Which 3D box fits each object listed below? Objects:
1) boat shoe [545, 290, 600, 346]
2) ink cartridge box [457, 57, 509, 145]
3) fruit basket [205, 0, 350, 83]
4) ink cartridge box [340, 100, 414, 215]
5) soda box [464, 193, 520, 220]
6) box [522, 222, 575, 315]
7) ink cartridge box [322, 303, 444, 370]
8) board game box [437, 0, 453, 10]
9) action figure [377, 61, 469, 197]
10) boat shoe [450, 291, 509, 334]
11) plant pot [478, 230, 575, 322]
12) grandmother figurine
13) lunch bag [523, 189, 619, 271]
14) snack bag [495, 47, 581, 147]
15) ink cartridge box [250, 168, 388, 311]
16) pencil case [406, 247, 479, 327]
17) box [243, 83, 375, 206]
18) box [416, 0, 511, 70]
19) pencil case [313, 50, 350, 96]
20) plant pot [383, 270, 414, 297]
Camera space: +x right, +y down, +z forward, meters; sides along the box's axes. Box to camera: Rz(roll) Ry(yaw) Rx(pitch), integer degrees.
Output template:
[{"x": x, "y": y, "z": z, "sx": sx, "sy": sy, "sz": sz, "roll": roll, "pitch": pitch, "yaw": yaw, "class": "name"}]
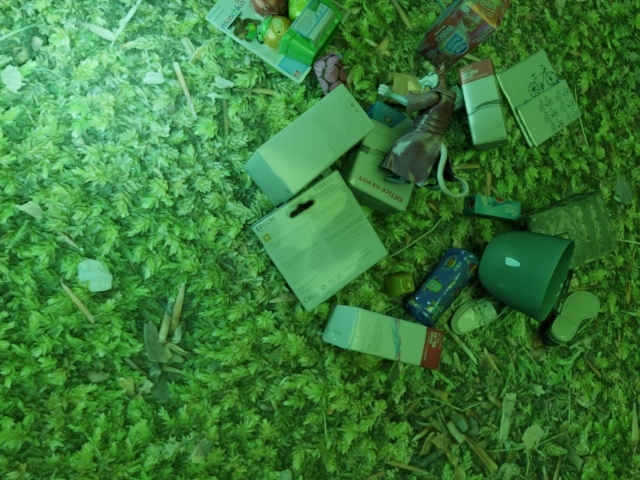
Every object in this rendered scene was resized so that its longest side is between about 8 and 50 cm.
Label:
[{"x": 0.991, "y": 0.310, "z": 1.793, "sx": 0.320, "sy": 0.099, "sz": 0.116, "roll": -32, "pitch": 59, "yaw": -30, "class": "boat shoe"}, {"x": 0.594, "y": -0.479, "z": 1.635, "sx": 0.207, "sy": 0.117, "sz": 0.282, "roll": -8, "pitch": 87, "yaw": -65, "class": "ink cartridge box"}, {"x": -0.123, "y": -0.717, "z": 1.423, "sx": 0.353, "sy": 0.165, "sz": 0.327, "roll": 35, "pitch": 75, "yaw": -11, "class": "fruit basket"}, {"x": 0.211, "y": -0.269, "z": 1.522, "sx": 0.223, "sy": 0.129, "sz": 0.307, "roll": 25, "pitch": 77, "yaw": -18, "class": "ink cartridge box"}, {"x": 0.649, "y": -0.120, "z": 1.705, "sx": 0.210, "sy": 0.067, "sz": 0.071, "roll": 8, "pitch": 83, "yaw": -20, "class": "soda box"}, {"x": 0.866, "y": 0.103, "z": 1.760, "sx": 0.243, "sy": 0.076, "sz": 0.307, "roll": 29, "pitch": 76, "yaw": -15, "class": "box"}, {"x": 0.192, "y": 0.300, "z": 1.417, "sx": 0.307, "sy": 0.226, "sz": 0.131, "roll": 20, "pitch": 79, "yaw": -18, "class": "ink cartridge box"}, {"x": 0.578, "y": -0.931, "z": 1.636, "sx": 0.142, "sy": 0.275, "sz": 0.144, "roll": -44, "pitch": 101, "yaw": -18, "class": "board game box"}, {"x": 0.322, "y": -0.338, "z": 1.349, "sx": 0.248, "sy": 0.276, "sz": 0.369, "roll": -2, "pitch": 114, "yaw": -39, "class": "action figure"}, {"x": 0.595, "y": 0.253, "z": 1.637, "sx": 0.277, "sy": 0.096, "sz": 0.098, "roll": -28, "pitch": 96, "yaw": -20, "class": "boat shoe"}, {"x": 0.690, "y": 0.098, "z": 1.550, "sx": 0.293, "sy": 0.235, "sz": 0.292, "roll": -30, "pitch": 131, "yaw": -41, "class": "plant pot"}, {"x": 0.374, "y": -0.535, "z": 1.629, "sx": 0.343, "sy": 0.104, "sz": 0.207, "roll": 4, "pitch": 110, "yaw": -23, "class": "grandmother figurine"}, {"x": 0.907, "y": -0.028, "z": 1.662, "sx": 0.287, "sy": 0.169, "sz": 0.235, "roll": -22, "pitch": 96, "yaw": -13, "class": "lunch bag"}, {"x": 0.896, "y": -0.593, "z": 1.852, "sx": 0.323, "sy": 0.037, "sz": 0.342, "roll": -32, "pitch": 96, "yaw": -19, "class": "snack bag"}, {"x": 0.000, "y": 0.000, "z": 1.418, "sx": 0.324, "sy": 0.071, "sz": 0.330, "roll": -34, "pitch": 103, "yaw": -10, "class": "ink cartridge box"}, {"x": 0.420, "y": 0.154, "z": 1.569, "sx": 0.133, "sy": 0.119, "sz": 0.306, "roll": 32, "pitch": 70, "yaw": 30, "class": "pencil case"}, {"x": -0.039, "y": -0.285, "z": 1.388, "sx": 0.345, "sy": 0.215, "sz": 0.168, "roll": -43, "pitch": 100, "yaw": -19, "class": "box"}, {"x": 0.492, "y": -0.749, "z": 1.576, "sx": 0.142, "sy": 0.300, "sz": 0.154, "roll": 33, "pitch": 74, "yaw": -13, "class": "box"}, {"x": 0.056, "y": -0.499, "z": 1.466, "sx": 0.209, "sy": 0.095, "sz": 0.098, "roll": 63, "pitch": 32, "yaw": -45, "class": "pencil case"}, {"x": 0.274, "y": 0.149, "z": 1.535, "sx": 0.082, "sy": 0.083, "sz": 0.081, "roll": -11, "pitch": 89, "yaw": -20, "class": "plant pot"}]
